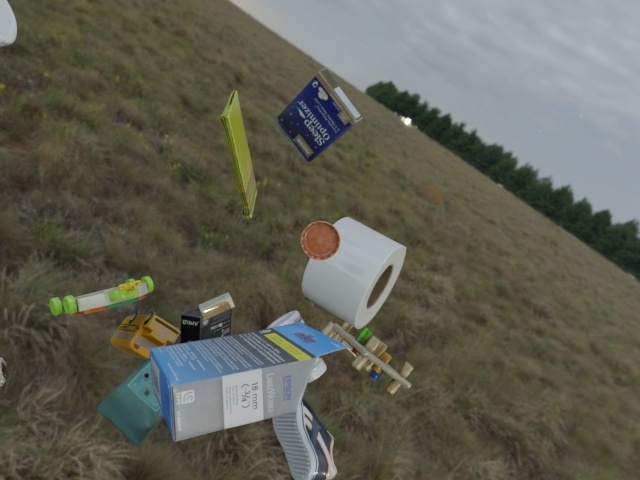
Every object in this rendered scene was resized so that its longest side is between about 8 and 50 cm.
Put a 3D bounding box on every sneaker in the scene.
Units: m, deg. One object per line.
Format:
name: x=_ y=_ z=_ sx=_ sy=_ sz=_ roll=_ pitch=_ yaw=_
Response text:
sneaker: x=-0.050 y=0.576 z=1.498 sx=0.127 sy=0.126 sz=0.321 roll=26 pitch=24 yaw=-35

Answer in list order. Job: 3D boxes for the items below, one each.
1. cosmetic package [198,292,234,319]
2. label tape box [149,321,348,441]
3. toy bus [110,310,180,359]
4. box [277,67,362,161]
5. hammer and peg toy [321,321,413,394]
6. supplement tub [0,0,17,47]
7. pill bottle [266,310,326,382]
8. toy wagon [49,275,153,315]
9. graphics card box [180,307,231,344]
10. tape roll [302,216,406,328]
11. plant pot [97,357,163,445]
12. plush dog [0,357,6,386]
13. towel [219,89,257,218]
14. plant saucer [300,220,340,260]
cosmetic package: x=-0.366 y=0.231 z=1.762 sx=0.060 sy=0.115 sz=0.041 roll=-143 pitch=-147 yaw=-66
label tape box: x=-0.144 y=0.259 z=0.984 sx=0.333 sy=0.106 sz=0.240 roll=-5 pitch=6 yaw=-25
toy bus: x=-0.588 y=0.318 z=1.669 sx=0.108 sy=0.130 sz=0.332 roll=42 pitch=-28 yaw=-24
box: x=-0.016 y=-0.279 z=1.177 sx=0.136 sy=0.225 sz=0.036 roll=52 pitch=51 yaw=-5
hammer and peg toy: x=0.164 y=0.398 z=1.834 sx=0.266 sy=0.127 sz=0.361 roll=40 pitch=-5 yaw=-25
supplement tub: x=-0.679 y=-0.399 z=0.917 sx=0.117 sy=0.190 sz=0.117 roll=-12 pitch=90 yaw=-88
pill bottle: x=-0.064 y=0.305 z=1.426 sx=0.187 sy=0.112 sz=0.112 roll=58 pitch=16 yaw=-4
toy wagon: x=-0.659 y=0.174 z=1.556 sx=0.344 sy=0.068 sz=0.267 roll=-10 pitch=4 yaw=44
graphics card box: x=-0.440 y=0.441 z=1.923 sx=0.094 sy=0.372 sz=0.232 roll=7 pitch=8 yaw=20
tape roll: x=0.088 y=0.082 z=1.300 sx=0.169 sy=0.246 sz=0.246 roll=28 pitch=13 yaw=21
plant pot: x=-0.494 y=0.438 z=1.417 sx=0.165 sy=0.234 sz=0.165 roll=42 pitch=46 yaw=0
plush dog: x=-0.979 y=0.444 z=1.330 sx=0.210 sy=0.225 sz=0.263 roll=14 pitch=59 yaw=-35
towel: x=-0.158 y=-0.164 z=0.990 sx=0.021 sy=0.237 sz=0.102 roll=-3 pitch=42 yaw=4
plant saucer: x=0.000 y=0.000 z=1.053 sx=0.083 sy=0.084 sz=0.013 roll=32 pitch=8 yaw=-5
